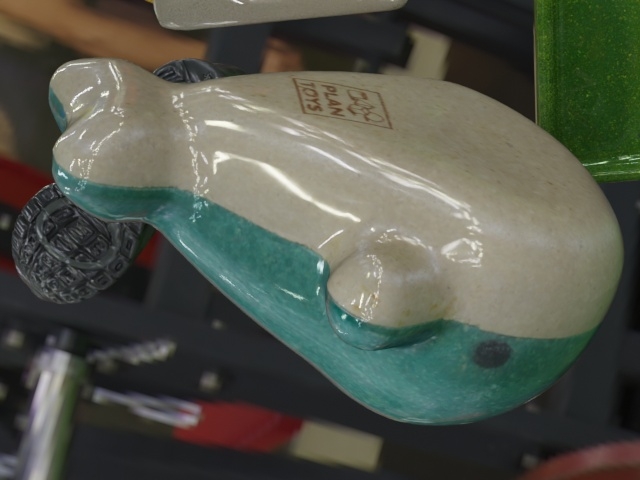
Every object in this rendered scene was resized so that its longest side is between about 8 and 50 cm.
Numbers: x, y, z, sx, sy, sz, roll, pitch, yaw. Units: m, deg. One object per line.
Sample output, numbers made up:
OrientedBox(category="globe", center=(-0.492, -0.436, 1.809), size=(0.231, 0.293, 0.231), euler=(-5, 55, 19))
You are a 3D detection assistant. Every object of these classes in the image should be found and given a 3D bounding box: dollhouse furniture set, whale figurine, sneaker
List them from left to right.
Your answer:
OrientedBox(category="sneaker", center=(-0.155, -0.048, 1.745), size=(0.286, 0.109, 0.130), euler=(-41, -6, 23))
OrientedBox(category="whale figurine", center=(0.000, 0.000, 0.910), size=(0.216, 0.272, 0.141), euler=(-107, 34, -58))
OrientedBox(category="dollhouse furniture set", center=(0.060, -0.131, 1.098), size=(0.197, 0.301, 0.151), euler=(-82, -14, -63))
